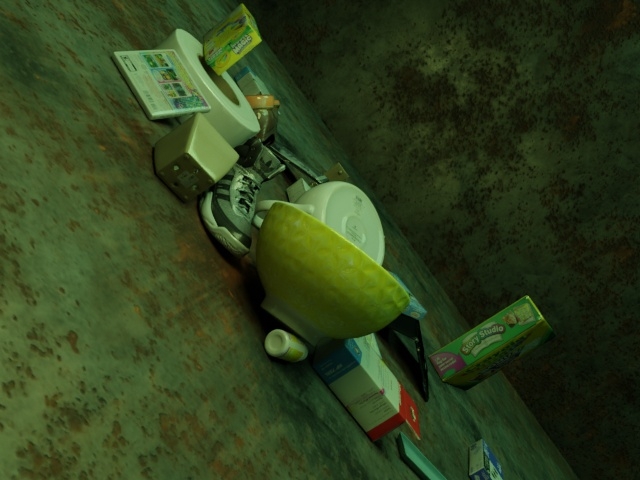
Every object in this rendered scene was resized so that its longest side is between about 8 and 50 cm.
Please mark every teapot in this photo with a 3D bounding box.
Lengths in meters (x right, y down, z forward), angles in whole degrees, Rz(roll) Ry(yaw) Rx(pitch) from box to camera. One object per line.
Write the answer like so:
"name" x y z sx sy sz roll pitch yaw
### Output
"teapot" 0.000 0.000 1.459 0.252 0.187 0.255 -31 104 -51

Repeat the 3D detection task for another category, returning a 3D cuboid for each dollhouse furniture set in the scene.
"dollhouse furniture set" 0.043 -0.142 2.121 0.144 0.123 0.151 53 12 -6

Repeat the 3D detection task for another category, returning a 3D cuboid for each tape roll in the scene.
"tape roll" -0.262 -0.329 1.533 0.286 0.100 0.286 51 12 -15

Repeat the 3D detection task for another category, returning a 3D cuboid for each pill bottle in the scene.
"pill bottle" -0.052 0.171 1.094 0.083 0.043 0.043 36 22 -57

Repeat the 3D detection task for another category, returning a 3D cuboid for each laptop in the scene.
"laptop" 0.207 0.280 1.858 0.234 0.137 0.264 -50 130 -77

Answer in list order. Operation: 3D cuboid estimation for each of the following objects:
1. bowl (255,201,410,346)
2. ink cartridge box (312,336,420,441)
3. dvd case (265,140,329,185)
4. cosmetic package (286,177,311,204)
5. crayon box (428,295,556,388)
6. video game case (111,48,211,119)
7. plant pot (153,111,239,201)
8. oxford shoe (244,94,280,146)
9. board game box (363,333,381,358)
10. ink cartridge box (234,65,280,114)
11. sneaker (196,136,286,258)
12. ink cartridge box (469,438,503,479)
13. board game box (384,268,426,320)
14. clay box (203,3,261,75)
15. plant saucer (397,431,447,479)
"bowl" -0.010 0.083 1.148 0.289 0.156 0.289 35 -10 7
"ink cartridge box" 0.088 0.272 1.268 0.231 0.078 0.134 53 13 -8
"dvd case" -0.076 -0.236 2.020 0.221 0.018 0.164 37 12 3
"cosmetic package" 0.003 -0.056 1.883 0.239 0.060 0.099 47 16 -31
"crayon box" 0.567 0.343 2.219 0.106 0.363 0.313 61 14 26
"video game case" -0.307 -0.306 1.327 0.143 0.019 0.157 -19 71 -46
"plant pot" -0.219 -0.131 1.160 0.109 0.109 0.096 49 25 -26
"oxford shoe" -0.177 -0.325 1.887 0.363 0.130 0.132 -85 171 -82
"board game box" 0.088 0.202 1.583 0.103 0.026 0.154 48 14 -29
"ink cartridge box" -0.207 -0.472 2.222 0.104 0.060 0.180 41 18 -50
"sneaker" -0.137 -0.094 1.232 0.101 0.153 0.268 44 16 -39
"ink cartridge box" 0.427 0.595 1.756 0.097 0.046 0.207 57 12 5
"board game box" 0.193 0.136 1.953 0.160 0.039 0.211 24 17 -29
"clay box" -0.204 -0.457 1.559 0.053 0.127 0.222 46 15 -32
"plant saucer" 0.213 0.464 1.369 0.192 0.018 0.067 50 13 -24
